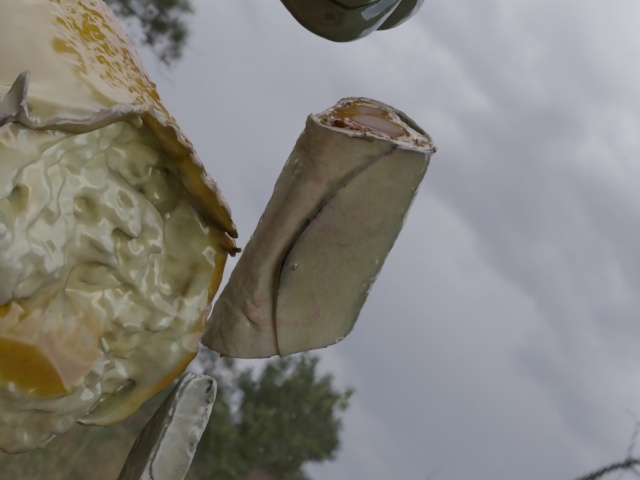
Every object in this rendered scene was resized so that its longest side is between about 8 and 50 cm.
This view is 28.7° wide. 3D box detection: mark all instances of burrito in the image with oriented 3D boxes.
[{"bbox_3d":[-0.003,0.000,1.249,0.143,0.299,0.105,12,31,-25],"label":"burrito"}]

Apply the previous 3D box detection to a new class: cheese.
[{"bbox_3d":[-0.142,0.242,0.704,0.034,0.400,0.085,31,-43,-12],"label":"cheese"}]

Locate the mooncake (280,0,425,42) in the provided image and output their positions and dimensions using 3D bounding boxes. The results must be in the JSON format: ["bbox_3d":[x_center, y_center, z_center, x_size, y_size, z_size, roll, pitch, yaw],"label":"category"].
[{"bbox_3d":[0.075,-0.330,1.345,0.135,0.275,0.275,50,-8,12],"label":"mooncake"}]

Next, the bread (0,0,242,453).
[{"bbox_3d":[-0.240,-0.085,0.971,0.394,0.250,0.361,61,-4,40],"label":"bread"}]
